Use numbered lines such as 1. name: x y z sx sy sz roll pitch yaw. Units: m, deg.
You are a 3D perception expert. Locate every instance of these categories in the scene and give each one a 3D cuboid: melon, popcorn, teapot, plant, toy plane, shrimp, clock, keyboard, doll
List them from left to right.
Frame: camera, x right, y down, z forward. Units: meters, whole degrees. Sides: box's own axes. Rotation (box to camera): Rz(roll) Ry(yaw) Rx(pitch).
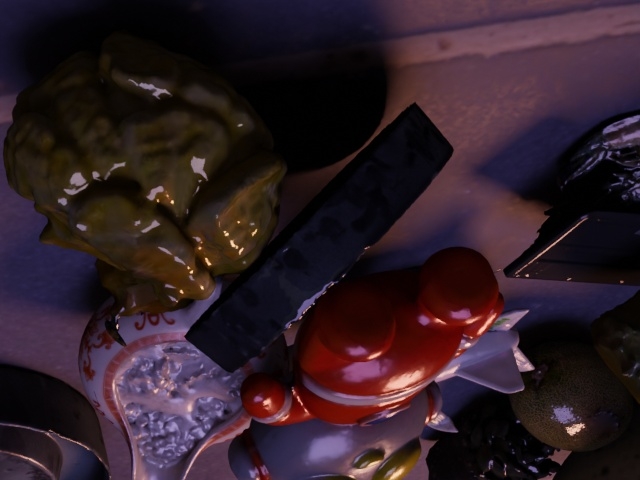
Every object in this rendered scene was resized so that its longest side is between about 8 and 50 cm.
1. clock: -0.338 0.202 1.319 0.313 0.061 0.312 -8 149 -5
2. popcorn: -0.109 -0.032 0.927 0.168 0.173 0.195 11 168 -4
3. teapot: -0.102 0.083 1.152 0.159 0.116 0.245 13 134 3
4. clock: 0.000 0.000 0.984 0.042 0.215 0.215 45 130 -3
5. doll: 0.024 0.113 1.072 0.200 0.105 0.336 -19 158 -22
6. toy plane: 0.046 0.096 1.240 0.255 0.101 0.251 -10 149 4
7. plant: 0.170 0.210 1.476 0.094 0.092 0.143 16 148 -27
8. melon: 0.231 0.144 1.379 0.099 0.099 0.162 -26 149 23
9. shrimp: 0.211 -0.048 1.131 0.161 0.034 0.091 -37 129 26
10. keyboard: 0.227 0.011 1.169 0.381 0.041 0.103 -2 149 -46

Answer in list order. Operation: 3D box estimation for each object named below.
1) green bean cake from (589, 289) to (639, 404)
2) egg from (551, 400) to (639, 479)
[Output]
1. green bean cake: 0.346 0.029 1.131 0.233 0.124 0.236 -16 149 -31
2. egg: 0.395 0.271 1.454 0.379 0.287 0.287 -23 147 10
